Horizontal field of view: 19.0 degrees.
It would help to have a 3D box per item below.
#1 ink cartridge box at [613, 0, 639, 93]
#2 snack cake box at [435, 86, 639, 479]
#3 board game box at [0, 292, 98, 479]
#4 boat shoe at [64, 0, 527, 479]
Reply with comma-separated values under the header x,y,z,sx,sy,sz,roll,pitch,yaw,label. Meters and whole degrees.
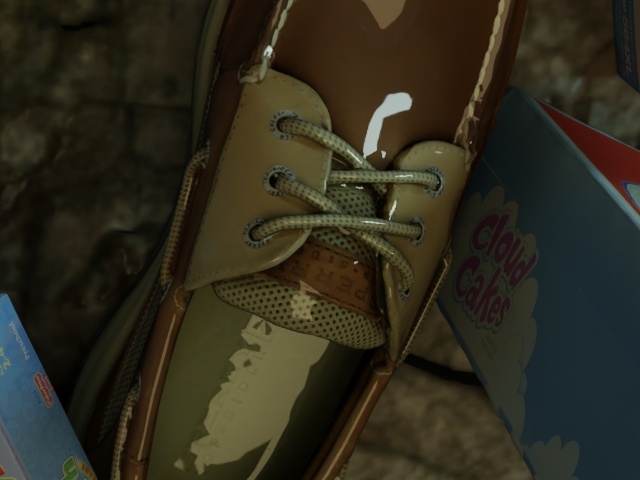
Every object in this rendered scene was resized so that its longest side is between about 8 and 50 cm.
x,y,z,sx,sy,sz,roll,pitch,yaw,label
0.170,-0.087,0.693,0.092,0.143,0.090,-8,113,-7,ink cartridge box
0.142,0.050,0.676,0.152,0.264,0.089,23,106,-18,snack cake box
-0.174,0.106,0.709,0.211,0.039,0.160,-10,117,28,board game box
0.000,0.000,0.709,0.123,0.120,0.324,16,108,-16,boat shoe
